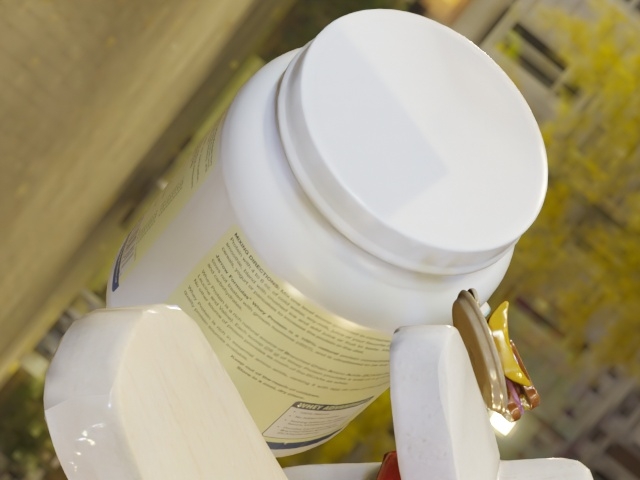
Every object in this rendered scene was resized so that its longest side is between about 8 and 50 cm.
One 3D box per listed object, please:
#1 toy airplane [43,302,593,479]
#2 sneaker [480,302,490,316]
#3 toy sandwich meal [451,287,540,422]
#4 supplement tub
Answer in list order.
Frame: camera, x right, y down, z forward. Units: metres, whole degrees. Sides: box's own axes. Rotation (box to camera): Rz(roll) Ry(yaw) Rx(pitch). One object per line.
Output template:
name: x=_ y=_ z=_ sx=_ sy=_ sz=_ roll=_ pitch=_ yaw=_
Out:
toy airplane: x=0.001 y=0.218 z=0.660 sx=0.272 sy=0.386 sz=0.384 roll=-19 pitch=173 yaw=5
sneaker: x=0.056 y=0.063 z=1.675 sx=0.087 sy=0.092 sz=0.228 roll=-22 pitch=-178 yaw=42
toy sandwich meal: x=0.103 y=0.066 z=1.100 sx=0.029 sy=0.086 sz=0.085 roll=-17 pitch=176 yaw=-8
supplement tub: x=0.000 y=0.000 z=1.405 sx=0.325 sy=0.235 sz=0.235 roll=-46 pitch=-175 yaw=48
